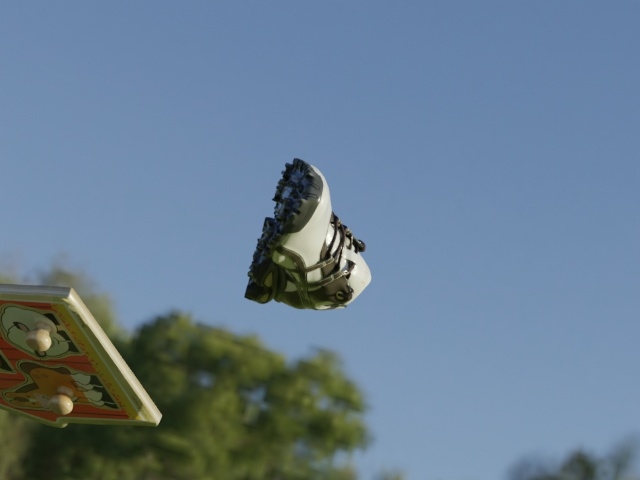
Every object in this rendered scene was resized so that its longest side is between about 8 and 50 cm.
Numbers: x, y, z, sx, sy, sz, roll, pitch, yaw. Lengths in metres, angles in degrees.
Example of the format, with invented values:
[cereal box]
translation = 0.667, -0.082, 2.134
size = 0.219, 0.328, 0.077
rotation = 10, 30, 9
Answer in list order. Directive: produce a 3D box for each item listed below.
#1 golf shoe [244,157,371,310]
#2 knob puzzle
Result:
[golf shoe]
translation = 0.000, 0.000, 1.441
size = 0.094, 0.077, 0.198
rotation = 18, -20, -1
[knob puzzle]
translation = -0.242, 0.095, 1.452
size = 0.213, 0.030, 0.213
rotation = 13, -34, 9
